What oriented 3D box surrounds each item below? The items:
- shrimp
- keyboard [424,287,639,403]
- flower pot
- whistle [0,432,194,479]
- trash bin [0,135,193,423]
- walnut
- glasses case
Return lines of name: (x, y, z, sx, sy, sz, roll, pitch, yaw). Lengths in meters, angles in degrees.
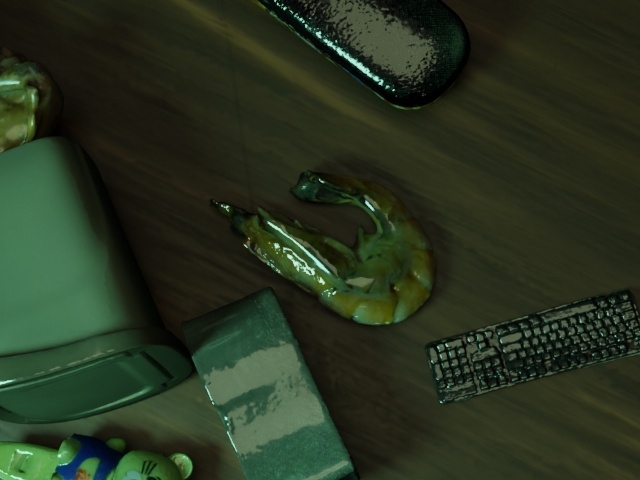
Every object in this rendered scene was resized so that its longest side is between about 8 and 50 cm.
shrimp: (0.012, -0.013, 1.570, 0.254, 0.059, 0.145, 36, 82, 9)
keyboard: (0.228, 0.112, 1.551, 0.231, 0.023, 0.072, -15, 77, 1)
flower pot: (-0.052, 0.169, 1.521, 0.108, 0.103, 0.229, -24, 77, -3)
whistle: (-0.237, 0.251, 1.529, 0.227, 0.085, 0.105, 14, 73, 7)
trash bin: (-0.279, 0.046, 1.511, 0.219, 0.220, 0.250, -21, 73, -1)
walnut: (-0.400, -0.151, 1.585, 0.238, 0.141, 0.204, 42, 96, 7)
glasses case: (0.020, -0.268, 1.600, 0.321, 0.082, 0.122, 39, 84, 11)
